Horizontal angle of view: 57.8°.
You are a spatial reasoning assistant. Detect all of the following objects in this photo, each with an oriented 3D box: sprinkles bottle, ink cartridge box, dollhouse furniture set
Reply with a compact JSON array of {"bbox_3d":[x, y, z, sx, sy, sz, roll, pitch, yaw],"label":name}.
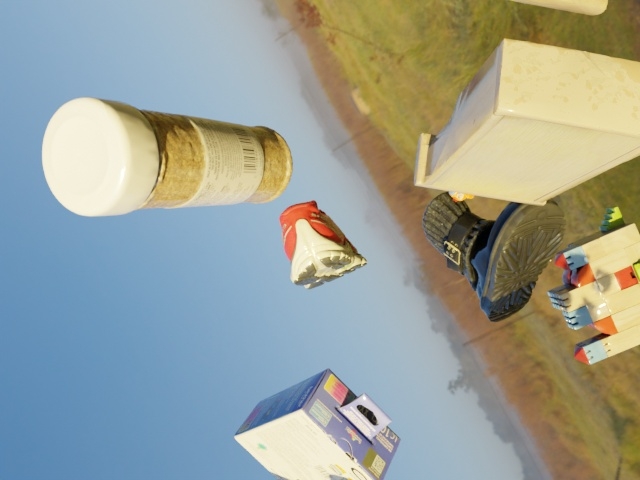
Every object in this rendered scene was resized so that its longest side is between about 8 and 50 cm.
[{"bbox_3d":[-0.165,-0.099,0.736,0.121,0.121,0.355,62,-156,7],"label":"sprinkles bottle"},{"bbox_3d":[0.004,0.491,1.453,0.270,0.395,0.151,46,-133,-8],"label":"ink cartridge box"},{"bbox_3d":[0.241,-0.267,0.651,0.256,0.362,0.394,120,158,-79],"label":"dollhouse furniture set"}]

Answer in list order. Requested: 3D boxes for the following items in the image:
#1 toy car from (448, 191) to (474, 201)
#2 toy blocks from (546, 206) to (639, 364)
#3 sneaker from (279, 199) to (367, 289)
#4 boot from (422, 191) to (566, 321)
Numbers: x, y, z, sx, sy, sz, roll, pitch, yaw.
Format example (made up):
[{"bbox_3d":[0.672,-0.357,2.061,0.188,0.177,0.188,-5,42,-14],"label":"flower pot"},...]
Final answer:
[{"bbox_3d":[0.250,-0.112,1.155,0.060,0.040,0.122,29,-173,-46],"label":"toy car"},{"bbox_3d":[0.723,0.137,1.500,0.191,0.261,0.381,-40,-73,-88],"label":"toy blocks"},{"bbox_3d":[0.000,0.000,0.864,0.279,0.107,0.118,59,-172,-80],"label":"sneaker"},{"bbox_3d":[0.318,-0.024,1.141,0.348,0.131,0.260,92,156,-51],"label":"boot"}]
